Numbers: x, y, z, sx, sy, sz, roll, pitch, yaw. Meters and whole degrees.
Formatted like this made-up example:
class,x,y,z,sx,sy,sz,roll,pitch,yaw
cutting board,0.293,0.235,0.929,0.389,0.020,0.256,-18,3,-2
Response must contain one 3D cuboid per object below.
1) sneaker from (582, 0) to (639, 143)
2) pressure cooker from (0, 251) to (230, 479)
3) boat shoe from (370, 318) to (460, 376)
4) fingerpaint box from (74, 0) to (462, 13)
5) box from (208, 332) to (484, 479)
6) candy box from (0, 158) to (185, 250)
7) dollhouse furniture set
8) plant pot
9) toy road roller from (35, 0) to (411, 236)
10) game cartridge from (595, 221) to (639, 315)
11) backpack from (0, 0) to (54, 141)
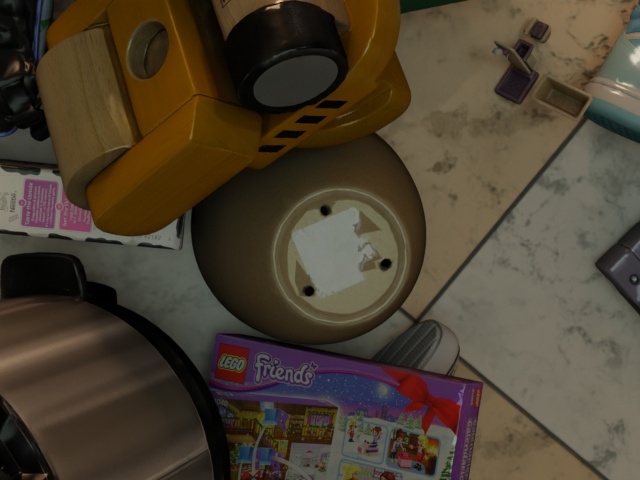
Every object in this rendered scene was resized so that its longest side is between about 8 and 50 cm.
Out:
class,x,y,z,sx,sy,sz,roll,pitch,yaw
sneaker,0.457,-0.172,1.309,0.319,0.127,0.208,24,90,12
pressure cooker,-0.289,0.242,1.168,0.375,0.420,0.370,44,111,12
boat shoe,0.062,0.221,1.361,0.094,0.109,0.302,33,102,-22
fingerpaint box,-0.033,-0.362,1.117,0.444,0.371,0.163,-11,58,-2
box,0.011,0.218,1.279,0.293,0.057,0.201,9,90,28
candy box,-0.254,-0.041,1.254,0.233,0.159,0.071,5,94,-8
dollhouse furniture set,0.240,-0.187,1.309,0.114,0.081,0.091,33,90,32
plant pot,0.000,0.000,1.232,0.256,0.274,0.257,-1,97,-6
toy road roller,-0.069,-0.149,1.110,0.329,0.240,0.203,-33,63,29
game cartridge,0.513,0.077,1.413,0.230,0.068,0.355,-43,99,4
backpack,-0.369,-0.250,1.193,0.276,0.213,0.263,11,104,-15
